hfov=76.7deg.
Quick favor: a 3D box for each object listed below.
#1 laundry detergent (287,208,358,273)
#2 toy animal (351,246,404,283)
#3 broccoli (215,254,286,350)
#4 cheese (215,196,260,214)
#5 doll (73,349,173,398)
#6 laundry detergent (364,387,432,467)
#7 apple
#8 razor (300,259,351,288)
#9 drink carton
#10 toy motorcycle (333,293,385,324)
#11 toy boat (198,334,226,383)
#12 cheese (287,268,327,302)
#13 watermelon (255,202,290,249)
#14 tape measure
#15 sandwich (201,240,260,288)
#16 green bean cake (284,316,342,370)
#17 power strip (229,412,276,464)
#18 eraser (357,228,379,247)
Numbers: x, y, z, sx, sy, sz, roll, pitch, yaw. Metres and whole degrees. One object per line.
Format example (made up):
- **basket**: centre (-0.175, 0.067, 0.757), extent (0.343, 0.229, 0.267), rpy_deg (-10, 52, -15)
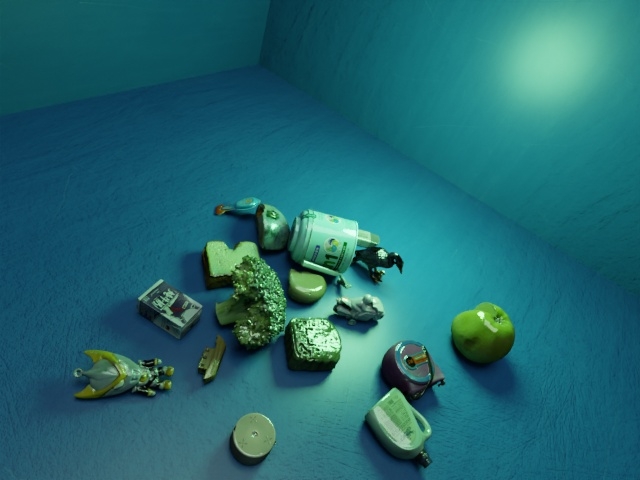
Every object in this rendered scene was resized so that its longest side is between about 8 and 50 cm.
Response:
- **laundry detergent**: centre (0.000, 0.000, 2.067), extent (0.305, 0.287, 0.287), rpy_deg (13, 42, -11)
- **toy animal**: centre (0.296, 0.115, 2.158), extent (0.298, 0.185, 0.122), rpy_deg (21, 42, 27)
- **broccoli**: centre (-0.273, 0.266, 1.683), extent (0.338, 0.317, 0.277), rpy_deg (41, 2, -2)
- **cheese**: centre (-0.448, -0.187, 2.195), extent (0.256, 0.037, 0.106), rpy_deg (-12, 40, 2)
- **doll**: centre (-0.684, 0.476, 1.410), extent (0.316, 0.145, 0.103), rpy_deg (11, 5, -22)
- **laundry detergent**: centre (0.328, 0.735, 1.571), extent (0.215, 0.105, 0.280), rpy_deg (-23, 57, -42)
- **apple**: centre (0.793, 0.445, 1.974), extent (0.292, 0.254, 0.292), rpy_deg (12, 47, -13)
- **razor**: centre (0.027, 0.154, 1.994), extent (0.278, 0.056, 0.111), rpy_deg (28, 5, -27)
- **drink carton**: centre (-0.611, 0.280, 1.647), extent (0.222, 0.102, 0.134), rpy_deg (31, 39, 7)
- **toy motorcycle**: centre (0.197, 0.312, 1.915), extent (0.260, 0.171, 0.110), rpy_deg (13, 40, -14)
- **toy boat**: centre (-0.424, 0.457, 1.574), extent (0.077, 0.057, 0.200), rpy_deg (13, 42, -1)
- **cheese**: centre (-0.064, 0.223, 1.953), extent (0.202, 0.091, 0.175), rpy_deg (9, 42, -17)
- **watermelon**: centre (-0.239, -0.090, 2.142), extent (0.188, 0.175, 0.322), rpy_deg (0, 47, -22)
- **tape measure**: centre (0.390, 0.562, 1.761), extent (0.231, 0.149, 0.245), rpy_deg (-7, 56, -33)
- **sandwich**: centre (-0.417, 0.106, 1.918), extent (0.273, 0.095, 0.249), rpy_deg (0, 46, -25)
- **green bean cake**: centre (-0.032, 0.436, 1.724), extent (0.227, 0.125, 0.222), rpy_deg (8, 44, -23)
- **power strip**: centre (-0.232, 0.685, 1.398), extent (0.154, 0.078, 0.154), rpy_deg (15, 40, -12)
- **eraser**: centre (0.171, -0.032, 2.349), extent (0.352, 0.061, 0.089), rpy_deg (15, 41, -9)
